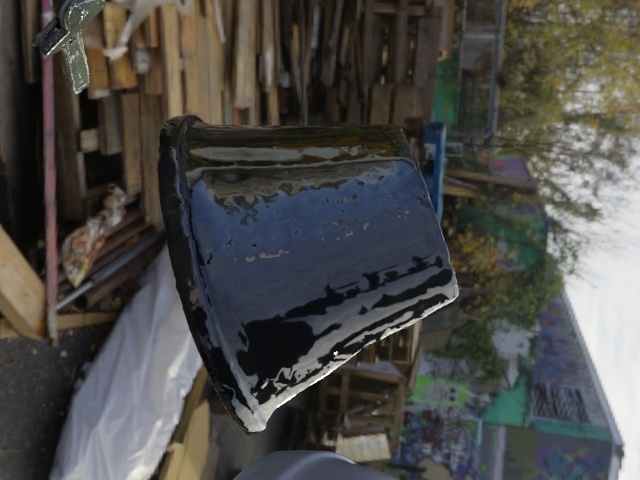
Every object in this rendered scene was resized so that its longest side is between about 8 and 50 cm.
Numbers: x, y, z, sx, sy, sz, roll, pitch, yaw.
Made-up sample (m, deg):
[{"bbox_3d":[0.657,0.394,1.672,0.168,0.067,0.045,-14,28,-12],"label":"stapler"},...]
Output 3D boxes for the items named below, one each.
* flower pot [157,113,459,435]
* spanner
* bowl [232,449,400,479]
[{"bbox_3d":[0.000,0.000,0.785,0.379,0.251,0.379,-17,90,-84],"label":"flower pot"},{"bbox_3d":[-0.302,-0.233,0.864,0.093,0.026,0.325,-45,-170,-14],"label":"spanner"},{"bbox_3d":[0.032,0.300,0.519,0.287,0.144,0.286,35,49,-53],"label":"bowl"}]
